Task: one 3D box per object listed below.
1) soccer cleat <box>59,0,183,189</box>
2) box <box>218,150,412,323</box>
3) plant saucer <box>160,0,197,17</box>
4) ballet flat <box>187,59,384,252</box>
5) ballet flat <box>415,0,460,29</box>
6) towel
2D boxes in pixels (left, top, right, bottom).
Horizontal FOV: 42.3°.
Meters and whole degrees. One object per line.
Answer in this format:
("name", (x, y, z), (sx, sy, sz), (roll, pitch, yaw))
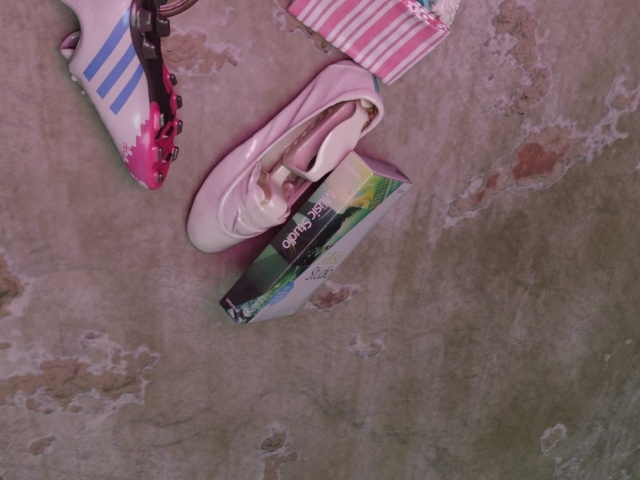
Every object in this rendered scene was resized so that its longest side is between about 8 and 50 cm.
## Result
("soccer cleat", (-0.274, -0.215, 1.132), (0.143, 0.116, 0.331), (10, 134, 6))
("box", (0.000, 0.000, 1.349), (0.322, 0.058, 0.232), (-50, 164, 14))
("plant saucer", (-0.216, -0.367, 1.084), (0.168, 0.029, 0.168), (-12, 127, -17))
("ballet flat", (-0.056, -0.109, 1.275), (0.400, 0.139, 0.139), (-44, 129, 11))
("ballet flat", (0.105, -0.459, 1.115), (0.147, 0.147, 0.409), (-28, 133, -3))
("towel", (0.065, -0.309, 1.169), (0.197, 0.029, 0.144), (33, 143, -17))
